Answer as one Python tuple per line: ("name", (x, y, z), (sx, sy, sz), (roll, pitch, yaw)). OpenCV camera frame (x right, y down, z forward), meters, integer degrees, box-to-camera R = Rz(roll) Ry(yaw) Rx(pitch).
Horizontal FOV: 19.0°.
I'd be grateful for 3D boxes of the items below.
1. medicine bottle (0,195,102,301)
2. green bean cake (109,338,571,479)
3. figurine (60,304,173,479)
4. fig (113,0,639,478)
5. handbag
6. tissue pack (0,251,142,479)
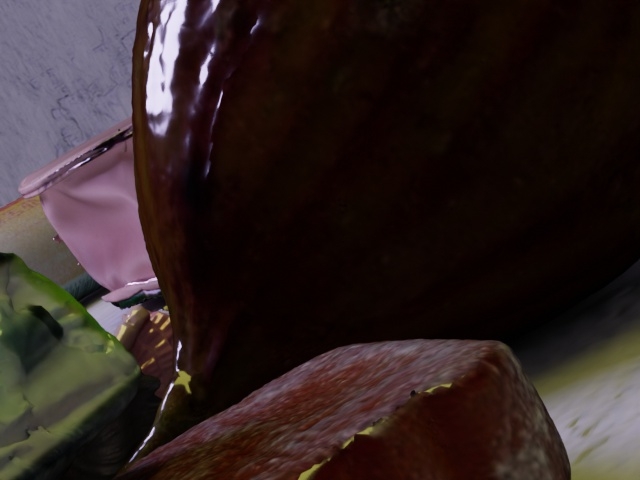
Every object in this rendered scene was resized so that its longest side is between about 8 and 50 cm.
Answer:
("medicine bottle", (-0.314, 0.078, 1.334), (0.108, 0.108, 0.426), (-19, 10, 47))
("green bean cake", (-0.013, 0.078, 0.497), (0.135, 0.056, 0.135), (-31, 5, -19))
("figurine", (-0.086, 0.063, 0.803), (0.054, 0.072, 0.129), (15, 26, 26))
("fig", (0.000, 0.000, 0.684), (0.321, 0.217, 0.217), (-60, 17, -13))
("handbag", (-0.082, -0.038, 1.252), (0.205, 0.116, 0.179), (-27, 8, 3))
("tissue pack", (-0.170, 0.113, 0.517), (0.235, 0.073, 0.173), (-45, -3, 30))
